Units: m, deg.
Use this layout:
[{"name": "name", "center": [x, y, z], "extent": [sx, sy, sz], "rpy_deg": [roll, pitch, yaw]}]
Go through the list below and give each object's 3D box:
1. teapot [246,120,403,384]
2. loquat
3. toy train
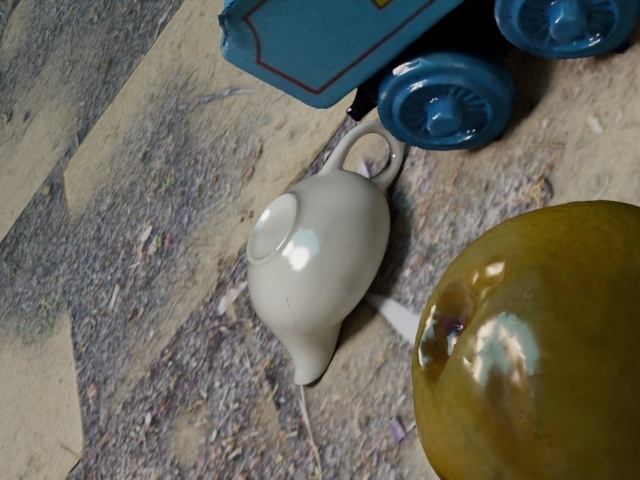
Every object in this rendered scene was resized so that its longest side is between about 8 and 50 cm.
[{"name": "teapot", "center": [0.000, 0.000, 1.497], "extent": [0.145, 0.092, 0.226], "rpy_deg": [16, 77, 61]}, {"name": "loquat", "center": [0.154, 0.081, 1.064], "extent": [0.213, 0.213, 0.213], "rpy_deg": [-40, 36, 37]}, {"name": "toy train", "center": [0.076, -0.216, 1.362], "extent": [0.300, 0.265, 0.188], "rpy_deg": [-37, 38, 43]}]
